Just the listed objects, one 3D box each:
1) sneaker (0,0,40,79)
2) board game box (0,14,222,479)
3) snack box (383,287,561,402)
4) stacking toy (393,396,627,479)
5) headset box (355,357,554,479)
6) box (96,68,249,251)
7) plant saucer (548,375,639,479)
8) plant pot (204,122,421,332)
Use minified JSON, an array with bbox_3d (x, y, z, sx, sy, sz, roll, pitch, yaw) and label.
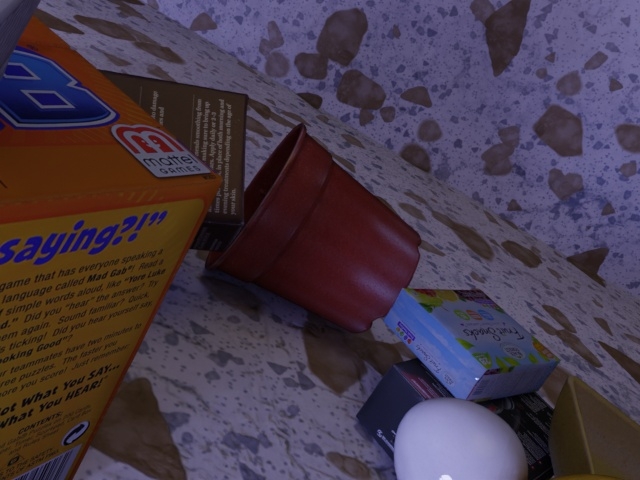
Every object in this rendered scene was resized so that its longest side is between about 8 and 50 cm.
[{"bbox_3d":[-0.214,-0.114,0.261,0.151,0.094,0.256,30,26,-21],"label":"sneaker"},{"bbox_3d":[-0.362,0.012,0.410,0.356,0.356,0.356,40,25,18],"label":"board game box"},{"bbox_3d":[0.222,0.147,0.913,0.207,0.070,0.174,5,31,-42],"label":"snack box"},{"bbox_3d":[0.239,0.313,0.493,0.350,0.351,0.480,0,35,-49],"label":"stacking toy"},{"bbox_3d":[0.208,0.268,0.880,0.293,0.110,0.218,-1,38,-50],"label":"headset box"},{"bbox_3d":[-0.291,-0.104,0.792,0.381,0.143,0.191,7,71,-19],"label":"box"},{"bbox_3d":[0.402,0.386,0.777,0.332,0.081,0.333,36,37,-25],"label":"plant saucer"},{"bbox_3d":[0.000,0.000,1.007,0.265,0.272,0.272,34,23,-14],"label":"plant pot"}]
